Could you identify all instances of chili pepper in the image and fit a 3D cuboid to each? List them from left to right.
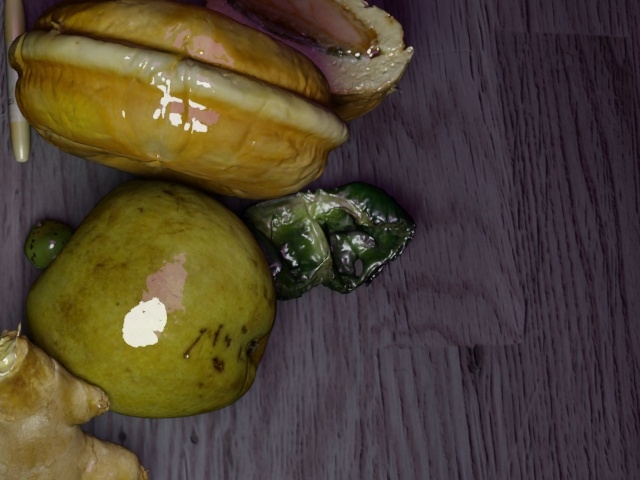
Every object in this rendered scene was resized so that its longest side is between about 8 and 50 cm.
[{"bbox_3d":[0.001,0.002,1.814,0.264,0.116,0.148,-16,74,-22],"label":"chili pepper"}]

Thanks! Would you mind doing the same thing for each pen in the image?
[{"bbox_3d":[-0.413,-0.221,1.740,0.032,0.040,0.233,-1,85,-20],"label":"pen"}]

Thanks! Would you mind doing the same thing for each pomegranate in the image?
[{"bbox_3d":[-0.350,0.010,1.699,0.084,0.073,0.073,29,70,-31],"label":"pomegranate"}]

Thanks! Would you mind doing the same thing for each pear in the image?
[{"bbox_3d":[-0.201,0.086,1.615,0.304,0.304,0.304,4,78,-19],"label":"pear"}]

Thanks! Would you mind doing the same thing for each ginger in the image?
[{"bbox_3d":[-0.323,0.275,1.518,0.236,0.375,0.166,23,47,-1],"label":"ginger"}]

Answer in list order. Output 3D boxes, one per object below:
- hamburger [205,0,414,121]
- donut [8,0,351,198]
[{"bbox_3d":[-0.003,-0.261,1.812,0.330,0.209,0.162,28,78,25],"label":"hamburger"},{"bbox_3d":[-0.179,-0.175,1.600,0.449,0.449,0.198,15,88,-17],"label":"donut"}]
